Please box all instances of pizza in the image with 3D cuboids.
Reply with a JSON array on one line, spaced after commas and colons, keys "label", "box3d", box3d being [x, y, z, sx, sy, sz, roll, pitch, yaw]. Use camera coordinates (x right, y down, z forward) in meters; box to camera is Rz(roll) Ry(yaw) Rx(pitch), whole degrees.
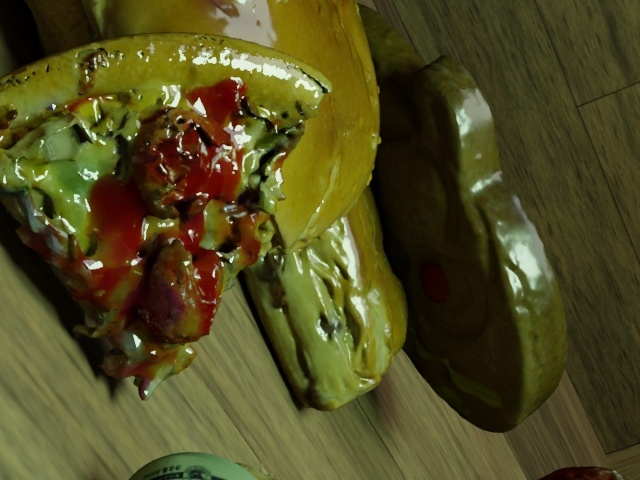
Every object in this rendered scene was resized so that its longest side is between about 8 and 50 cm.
[{"label": "pizza", "box3d": [-0.075, -0.010, 0.696, 0.053, 0.201, 0.193, 30, -46, 57]}]

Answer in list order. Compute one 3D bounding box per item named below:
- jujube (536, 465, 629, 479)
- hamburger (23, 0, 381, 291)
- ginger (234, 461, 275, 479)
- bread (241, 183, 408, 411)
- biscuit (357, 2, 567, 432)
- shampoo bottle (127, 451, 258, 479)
[{"label": "jujube", "box3d": [0.281, 0.373, 1.469, 0.197, 0.197, 0.290, 61, 30, -32]}, {"label": "hamburger", "box3d": [-0.073, -0.131, 0.859, 0.314, 0.170, 0.290, 70, 19, 0]}, {"label": "ginger", "box3d": [-0.039, 0.161, 0.764, 0.165, 0.067, 0.096, -115, -179, -77]}, {"label": "bread", "box3d": [0.000, 0.000, 1.099, 0.210, 0.099, 0.235, -56, 124, -75]}, {"label": "biscuit", "box3d": [0.076, -0.025, 1.198, 0.394, 0.070, 0.350, 56, -21, 27]}, {"label": "shampoo bottle", "box3d": [-0.062, 0.171, 0.609, 0.162, 0.079, 0.079, -88, 154, -59]}]
